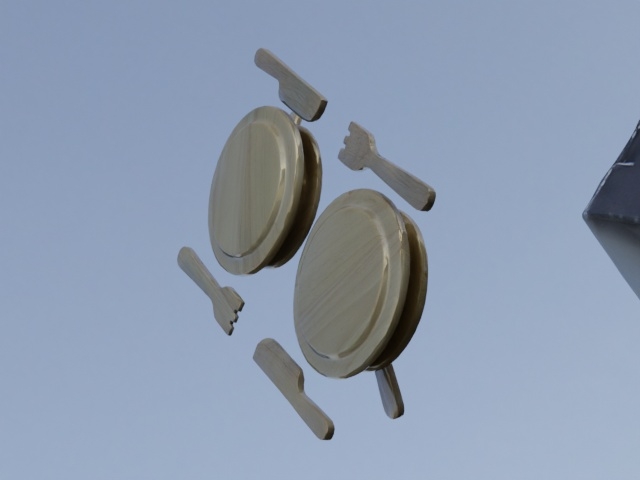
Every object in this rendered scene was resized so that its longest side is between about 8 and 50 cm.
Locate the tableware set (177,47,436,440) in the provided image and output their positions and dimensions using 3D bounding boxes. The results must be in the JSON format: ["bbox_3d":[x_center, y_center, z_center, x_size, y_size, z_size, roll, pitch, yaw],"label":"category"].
[{"bbox_3d":[0.000,0.000,0.695,0.039,0.194,0.128,12,-71,-32],"label":"tableware set"}]

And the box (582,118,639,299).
[{"bbox_3d":[0.308,-0.021,0.574,0.343,0.179,0.312,47,-114,-38],"label":"box"}]
